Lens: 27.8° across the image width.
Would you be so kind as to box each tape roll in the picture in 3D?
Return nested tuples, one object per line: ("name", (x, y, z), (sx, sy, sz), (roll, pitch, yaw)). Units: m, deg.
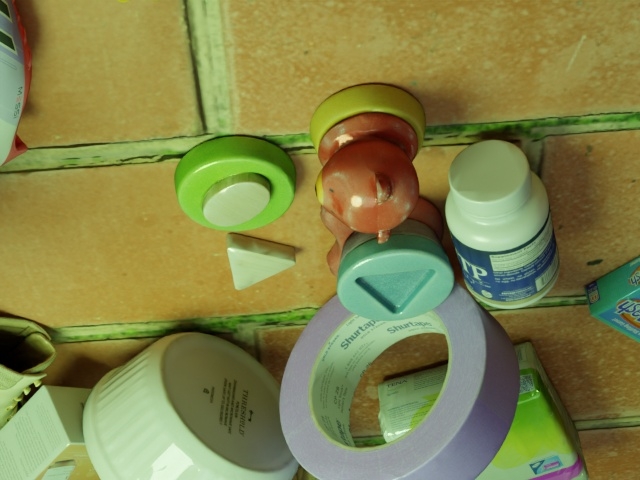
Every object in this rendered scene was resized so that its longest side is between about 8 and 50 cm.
("tape roll", (0.089, 0.171, 1.499), (0.274, 0.275, 0.090), (-24, 138, 24))

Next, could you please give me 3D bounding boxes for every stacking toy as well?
("stacking toy", (0.000, 0.000, 1.383), (0.279, 0.130, 0.309), (-12, 142, 9))

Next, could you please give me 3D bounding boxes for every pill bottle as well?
("pill bottle", (0.194, -0.019, 1.395), (0.112, 0.112, 0.187), (-12, 142, 9))

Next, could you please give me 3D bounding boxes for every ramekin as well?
("ramekin", (-0.144, 0.232, 1.578), (0.272, 0.273, 0.127), (24, 122, -33))

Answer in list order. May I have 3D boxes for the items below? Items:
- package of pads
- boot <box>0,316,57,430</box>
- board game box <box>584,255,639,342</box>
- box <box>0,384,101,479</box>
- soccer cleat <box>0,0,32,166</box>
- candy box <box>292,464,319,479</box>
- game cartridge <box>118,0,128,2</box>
("package of pads", (0.224, 0.267, 1.789), (0.229, 0.101, 0.296), (-17, 141, 14))
("boot", (-0.387, 0.192, 1.629), (0.203, 0.095, 0.262), (-34, 132, 30))
("board game box", (0.456, 0.055, 1.577), (0.160, 0.047, 0.210), (26, 134, -35))
("box", (-0.330, 0.269, 1.610), (0.170, 0.091, 0.130), (-45, 148, 23))
("soccer cleat", (-0.308, -0.184, 1.147), (0.116, 0.108, 0.318), (-21, 143, -36))
("candy box", (-0.157, 0.318, 1.742), (0.316, 0.183, 0.088), (0, 142, -6))
("game cartridge", (-0.125, -0.337, 0.988), (0.285, 0.053, 0.324), (-22, 139, 21))
